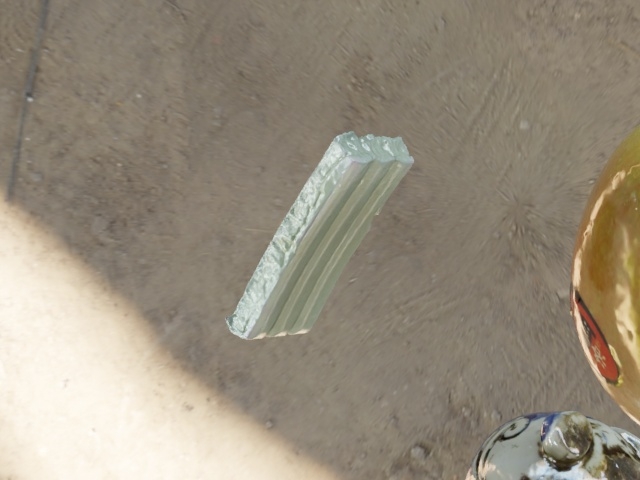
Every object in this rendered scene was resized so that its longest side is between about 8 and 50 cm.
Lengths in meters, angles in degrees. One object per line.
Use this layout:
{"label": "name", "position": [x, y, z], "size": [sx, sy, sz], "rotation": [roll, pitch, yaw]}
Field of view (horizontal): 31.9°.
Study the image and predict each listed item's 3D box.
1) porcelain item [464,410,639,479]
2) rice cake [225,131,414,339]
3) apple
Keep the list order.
{"label": "porcelain item", "position": [0.124, 0.240, 0.768], "size": [0.138, 0.288, 0.186], "rotation": [48, 134, -4]}
{"label": "rice cake", "position": [0.000, 0.000, 1.083], "size": [0.043, 0.127, 0.237], "rotation": [44, 116, 25]}
{"label": "apple", "position": [0.375, 0.016, 0.931], "size": [0.338, 0.338, 0.305], "rotation": [-4, 126, 10]}
